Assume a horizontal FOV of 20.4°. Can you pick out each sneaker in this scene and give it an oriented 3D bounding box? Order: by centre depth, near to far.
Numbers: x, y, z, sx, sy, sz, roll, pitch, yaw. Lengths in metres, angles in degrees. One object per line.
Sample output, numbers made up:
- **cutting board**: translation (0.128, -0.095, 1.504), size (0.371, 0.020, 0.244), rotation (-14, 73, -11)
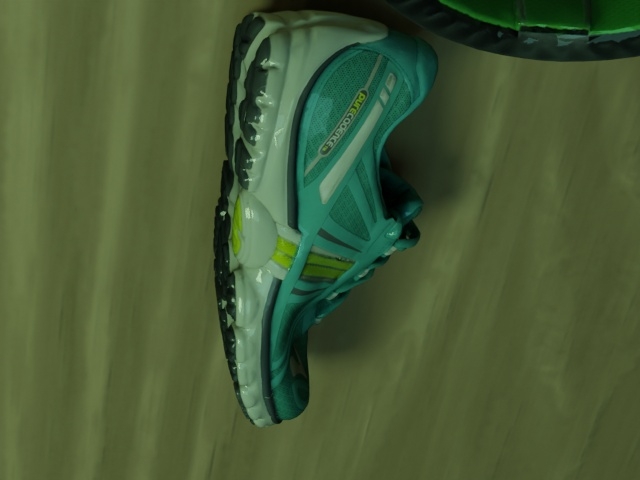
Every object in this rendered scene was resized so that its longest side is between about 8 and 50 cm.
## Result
- **sneaker**: translation (0.000, 0.000, 0.961), size (0.110, 0.107, 0.275), rotation (1, 133, -10)

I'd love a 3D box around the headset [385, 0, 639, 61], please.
- **headset**: translation (0.131, -0.238, 0.742), size (0.243, 0.185, 0.394), rotation (3, 147, -5)
